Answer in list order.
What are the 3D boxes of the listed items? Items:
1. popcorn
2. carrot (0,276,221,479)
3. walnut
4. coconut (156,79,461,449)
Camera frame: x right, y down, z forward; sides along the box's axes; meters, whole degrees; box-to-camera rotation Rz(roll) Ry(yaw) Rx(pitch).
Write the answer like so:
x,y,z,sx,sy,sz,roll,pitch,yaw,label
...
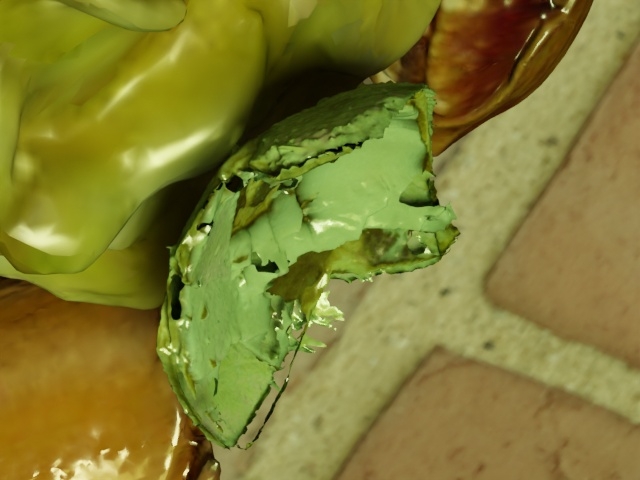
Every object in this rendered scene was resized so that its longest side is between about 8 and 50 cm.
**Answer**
x,y,z,sx,sy,sz,roll,pitch,yaw,label
-0.121,-0.131,0.728,0.334,0.293,0.292,32,65,-58,popcorn
-0.173,0.106,0.861,0.254,0.196,0.196,-13,121,-6,carrot
0.070,-0.129,0.852,0.115,0.116,0.207,3,119,-20,walnut
-0.005,-0.001,0.692,0.133,0.055,0.158,-22,148,-54,coconut
